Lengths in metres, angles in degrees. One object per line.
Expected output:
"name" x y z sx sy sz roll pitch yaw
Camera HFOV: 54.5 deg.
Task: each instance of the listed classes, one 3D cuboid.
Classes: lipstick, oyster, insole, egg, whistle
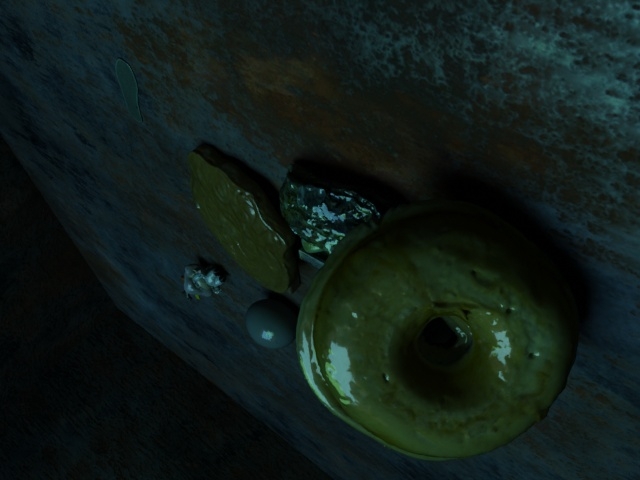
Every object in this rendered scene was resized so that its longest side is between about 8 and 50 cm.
"lipstick" -0.088 0.085 1.667 0.045 0.045 0.145 29 150 24
"oyster" 0.039 -0.048 1.197 0.351 0.162 0.158 39 -166 27
"insole" -0.490 -0.381 1.588 0.080 0.003 0.232 38 154 11
"egg" -0.151 0.252 1.896 0.199 0.146 0.146 27 150 45
"whistle" 0.000 0.000 1.363 0.198 0.104 0.057 171 81 -74

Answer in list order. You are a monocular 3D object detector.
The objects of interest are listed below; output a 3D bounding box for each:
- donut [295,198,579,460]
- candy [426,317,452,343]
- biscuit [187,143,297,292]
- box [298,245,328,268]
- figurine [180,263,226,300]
"donut" 0.185 0.152 0.990 0.449 0.449 0.198 49 -173 -11
"candy" 0.123 0.173 1.245 0.296 0.185 0.295 13 -176 -1
"biscuit" -0.204 -0.040 1.565 0.385 0.062 0.365 42 152 19
"box" 0.042 0.061 1.437 0.207 0.050 0.041 28 147 29
"figurine" -0.405 0.132 2.138 0.229 0.111 0.137 -15 126 46
